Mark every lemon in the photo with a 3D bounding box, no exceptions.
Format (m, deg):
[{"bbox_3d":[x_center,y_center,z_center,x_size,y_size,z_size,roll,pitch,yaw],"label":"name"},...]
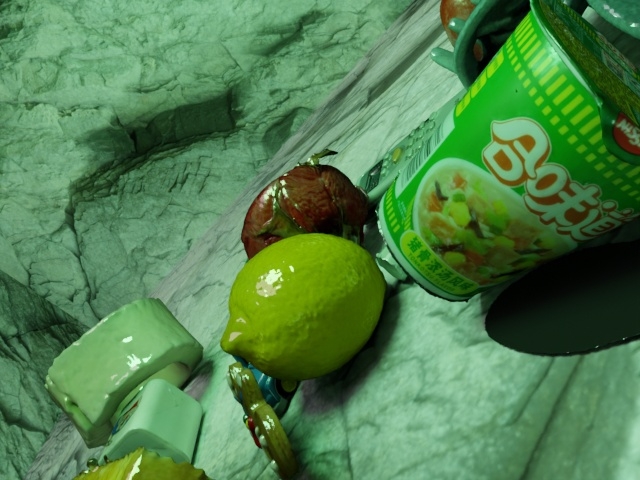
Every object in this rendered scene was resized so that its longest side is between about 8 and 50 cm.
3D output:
[{"bbox_3d":[-0.018,0.082,0.663,0.244,0.187,0.186,-22,7,-22],"label":"lemon"}]

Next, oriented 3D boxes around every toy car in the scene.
[{"bbox_3d":[-0.077,0.163,0.775,0.097,0.100,0.191,-23,36,49],"label":"toy car"}]

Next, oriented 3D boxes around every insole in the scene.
[{"bbox_3d":[0.252,0.027,0.382,0.322,0.007,0.109,-30,28,49],"label":"insole"}]

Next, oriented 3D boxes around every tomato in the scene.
[{"bbox_3d":[0.290,-0.392,0.899,0.187,0.186,0.152,-111,40,-71],"label":"tomato"}]

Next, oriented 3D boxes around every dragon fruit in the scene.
[{"bbox_3d":[-0.001,0.004,0.811,0.223,0.218,0.148,-39,49,1],"label":"dragon fruit"}]

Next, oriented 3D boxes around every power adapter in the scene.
[{"bbox_3d":[-0.290,0.357,0.866,0.130,0.125,0.205,-46,17,12],"label":"power adapter"}]

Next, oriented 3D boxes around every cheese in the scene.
[{"bbox_3d":[-0.397,0.272,1.062,0.292,0.153,0.332,-40,-16,-24],"label":"cheese"}]

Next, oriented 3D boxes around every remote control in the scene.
[{"bbox_3d":[0.165,-0.145,0.880,0.296,0.056,0.140,-39,22,35],"label":"remote control"}]

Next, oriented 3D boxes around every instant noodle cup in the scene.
[{"bbox_3d":[0.173,-0.059,0.467,0.232,0.207,0.207,-44,17,40],"label":"instant noodle cup"}]

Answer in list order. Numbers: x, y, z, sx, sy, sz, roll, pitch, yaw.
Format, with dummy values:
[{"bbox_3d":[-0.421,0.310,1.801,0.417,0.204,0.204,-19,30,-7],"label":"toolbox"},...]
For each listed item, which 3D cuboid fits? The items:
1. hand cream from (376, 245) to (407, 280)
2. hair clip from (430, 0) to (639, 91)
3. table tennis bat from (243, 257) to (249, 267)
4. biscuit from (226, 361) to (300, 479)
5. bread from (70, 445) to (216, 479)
[{"bbox_3d":[0.156,-0.037,0.695,0.205,0.050,0.078,-50,17,-11],"label":"hand cream"},{"bbox_3d":[0.281,-0.329,0.613,0.319,0.391,0.238,-57,-9,-16],"label":"hair clip"},{"bbox_3d":[-0.152,0.012,1.399,0.160,0.039,0.257,-44,21,15],"label":"table tennis bat"},{"bbox_3d":[-0.071,0.214,0.603,0.031,0.138,0.205,-23,8,-19],"label":"biscuit"},{"bbox_3d":[-0.217,0.362,0.549,0.340,0.194,0.179,-35,23,39],"label":"bread"}]
